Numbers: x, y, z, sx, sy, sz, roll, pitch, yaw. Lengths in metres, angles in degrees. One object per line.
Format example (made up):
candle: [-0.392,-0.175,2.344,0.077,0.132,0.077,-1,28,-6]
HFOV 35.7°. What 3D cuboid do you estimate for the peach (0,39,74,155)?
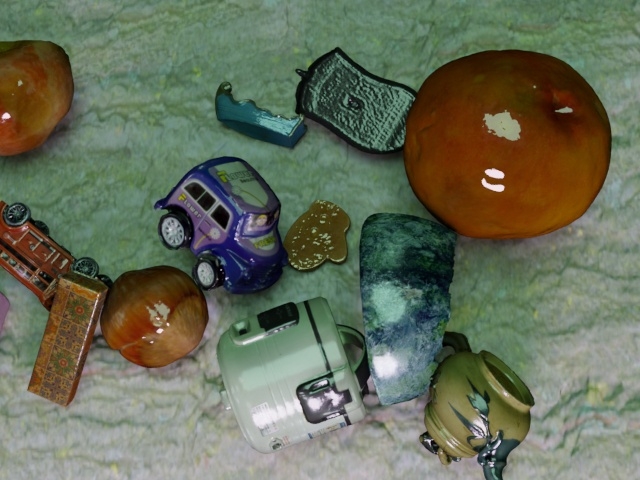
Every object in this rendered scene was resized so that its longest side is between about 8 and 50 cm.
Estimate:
peach: [-0.559,-0.273,1.811,0.235,0.214,0.214,-35,71,-16]

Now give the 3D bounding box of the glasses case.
glasses case: [-0.420,0.163,1.654,0.075,0.049,0.218,22,107,5]

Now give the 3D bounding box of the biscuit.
biscuit: [0.000,0.001,1.765,0.118,0.023,0.140,41,76,16]

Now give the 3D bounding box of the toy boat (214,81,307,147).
toy boat: [-0.113,-0.235,1.832,0.185,0.075,0.077,18,74,14]

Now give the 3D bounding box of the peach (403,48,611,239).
peach: [0.312,-0.162,1.635,0.342,0.302,0.343,9,62,-16]

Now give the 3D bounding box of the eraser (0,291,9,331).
eraser: [-0.718,0.219,1.676,0.272,0.122,0.359,13,70,10]

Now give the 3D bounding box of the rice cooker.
rice cooker: [-0.036,0.210,1.580,0.244,0.226,0.226,-17,69,-1]

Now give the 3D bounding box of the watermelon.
watermelon: [0.154,0.107,1.606,0.148,0.226,0.318,-5,72,11]

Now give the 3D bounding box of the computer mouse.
computer mouse: [0.068,-0.247,1.821,0.264,0.088,0.147,34,91,11]

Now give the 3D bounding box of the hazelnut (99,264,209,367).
hazelnut: [-0.276,0.122,1.653,0.182,0.182,0.182,-1,69,3]

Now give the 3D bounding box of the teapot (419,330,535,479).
teapot: [0.229,0.268,1.591,0.182,0.173,0.269,-48,50,16]

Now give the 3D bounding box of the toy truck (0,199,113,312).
toy truck: [-0.478,0.043,1.733,0.252,0.107,0.114,37,77,17]

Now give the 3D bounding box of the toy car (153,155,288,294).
toy car: [-0.148,-0.029,1.679,0.235,0.158,0.172,50,36,15]
